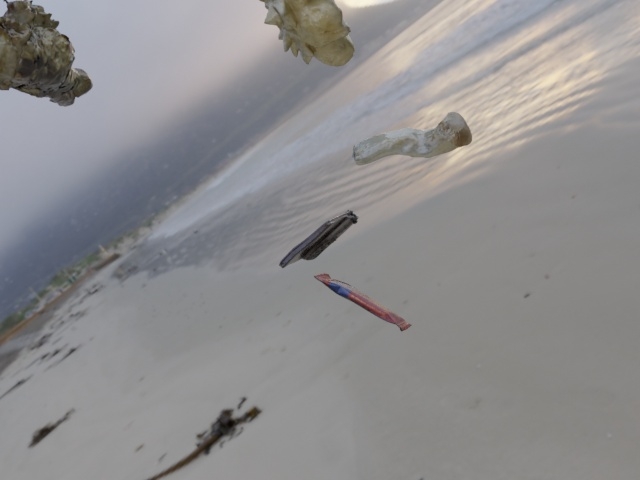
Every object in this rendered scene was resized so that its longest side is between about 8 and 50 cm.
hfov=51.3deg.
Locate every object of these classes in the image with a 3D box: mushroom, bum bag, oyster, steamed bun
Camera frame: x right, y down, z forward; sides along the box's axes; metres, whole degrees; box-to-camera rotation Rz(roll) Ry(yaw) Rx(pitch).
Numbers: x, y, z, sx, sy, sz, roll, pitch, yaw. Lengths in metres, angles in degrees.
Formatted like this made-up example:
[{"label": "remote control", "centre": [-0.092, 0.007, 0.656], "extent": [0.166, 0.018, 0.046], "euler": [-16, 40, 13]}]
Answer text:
[{"label": "mushroom", "centre": [0.137, -0.157, 1.060], "extent": [0.202, 0.054, 0.059], "euler": [-7, 34, 27]}, {"label": "bum bag", "centre": [0.000, 0.000, 1.027], "extent": [0.109, 0.026, 0.159], "euler": [-41, -5, 19]}, {"label": "oyster", "centre": [-0.574, -0.343, 1.330], "extent": [0.198, 0.133, 0.337], "euler": [-33, -2, -3]}, {"label": "steamed bun", "centre": [-0.045, -0.446, 1.256], "extent": [0.137, 0.295, 0.292], "euler": [-28, -28, 7]}]

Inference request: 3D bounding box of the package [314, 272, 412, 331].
[{"label": "package", "centre": [0.082, 0.117, 1.290], "extent": [0.022, 0.200, 0.083], "euler": [-61, -18, 6]}]
